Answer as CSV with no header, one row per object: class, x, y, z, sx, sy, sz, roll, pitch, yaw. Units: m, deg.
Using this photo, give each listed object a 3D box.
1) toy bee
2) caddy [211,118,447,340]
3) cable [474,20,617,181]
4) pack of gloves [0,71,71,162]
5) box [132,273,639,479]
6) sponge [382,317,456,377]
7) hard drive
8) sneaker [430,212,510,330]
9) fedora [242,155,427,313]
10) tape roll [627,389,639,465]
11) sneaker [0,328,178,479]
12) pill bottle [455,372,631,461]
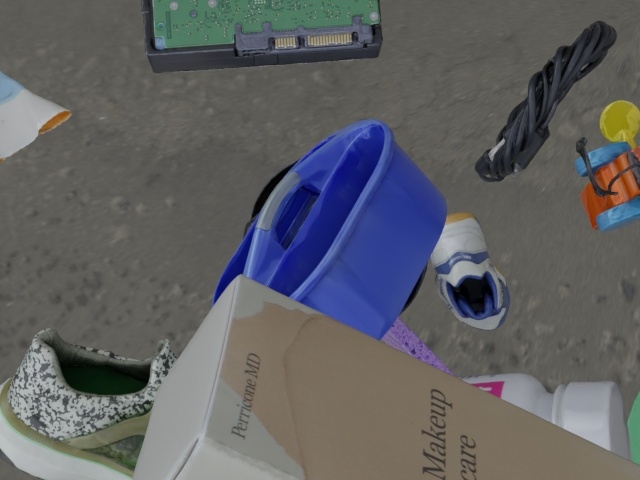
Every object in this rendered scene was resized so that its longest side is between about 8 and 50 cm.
toy bee,0.397,-0.069,1.468,0.162,0.298,0.195,-19,100,8
caddy,0.000,0.000,1.538,0.179,0.341,0.241,42,152,-23
cable,0.205,-0.136,1.112,0.047,0.150,0.184,37,77,11
pack of gloves,-0.353,-0.102,1.081,0.195,0.232,0.046,-36,125,-19
box,0.052,0.163,0.719,0.311,0.148,0.121,26,124,-14
sponge,0.144,0.173,1.860,0.031,0.117,0.210,-46,113,-8
hard drive,-0.067,-0.342,1.244,0.237,0.064,0.338,-5,77,-2
sneaker,0.234,0.085,1.927,0.112,0.296,0.131,-20,53,12
fedora,-0.001,0.003,1.948,0.334,0.152,0.333,0,90,27
tape roll,0.506,0.254,1.383,0.321,0.077,0.321,-5,67,13
sneaker,-0.174,0.203,1.417,0.411,0.158,0.182,13,127,-16
pill bottle,0.125,0.201,1.093,0.283,0.160,0.160,-7,98,20
